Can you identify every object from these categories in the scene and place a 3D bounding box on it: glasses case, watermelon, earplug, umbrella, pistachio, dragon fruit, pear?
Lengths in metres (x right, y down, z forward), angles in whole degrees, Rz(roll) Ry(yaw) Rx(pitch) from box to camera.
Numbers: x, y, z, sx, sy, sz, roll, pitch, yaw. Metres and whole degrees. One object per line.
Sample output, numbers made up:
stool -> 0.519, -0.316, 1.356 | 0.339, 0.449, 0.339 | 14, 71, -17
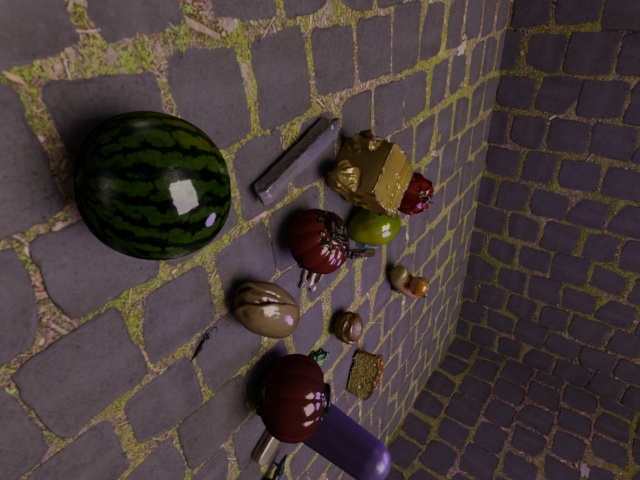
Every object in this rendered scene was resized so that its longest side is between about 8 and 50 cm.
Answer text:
glasses case -> -0.199, 0.802, 1.644 | 0.196, 0.050, 0.083 | -56, 143, -22
watermelon -> -0.310, -0.102, 0.777 | 0.285, 0.285, 0.285 | -32, 132, -44
earplug -> 0.085, 0.841, 1.715 | 0.215, 0.456, 0.215 | -31, 132, -42
umbrella -> -0.344, 0.301, 1.190 | 0.122, 0.022, 0.013 | -52, 171, -9
pistachio -> -0.163, 0.226, 1.290 | 0.293, 0.182, 0.162 | 45, 32, -58
dragon fruit -> 0.358, -0.187, 1.616 | 0.173, 0.209, 0.172 | -1, 94, -15
pear -> 0.215, -0.060, 1.682 | 0.220, 0.187, 0.187 | -26, 138, -1

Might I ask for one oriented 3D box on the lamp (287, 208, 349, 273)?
lamp -> 0.000, 0.000, 1.354 | 0.227, 0.227, 0.226 | -32, 132, -44

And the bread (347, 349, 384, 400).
bread -> 0.251, 0.703, 2.175 | 0.147, 0.160, 0.260 | -16, 117, -61

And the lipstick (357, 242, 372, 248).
lipstick -> 0.224, 0.010, 1.848 | 0.158, 0.048, 0.048 | -4, 110, -56

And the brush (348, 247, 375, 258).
brush -> 0.195, 0.061, 1.846 | 0.248, 0.036, 0.043 | 1, 110, -56

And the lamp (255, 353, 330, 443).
lamp -> -0.098, 0.560, 1.462 | 0.303, 0.257, 0.302 | -171, -90, -83

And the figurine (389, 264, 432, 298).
figurine -> 0.486, 0.232, 2.198 | 0.124, 0.222, 0.324 | -60, 147, -11

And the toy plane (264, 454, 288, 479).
toy plane -> -0.209, 1.037, 1.734 | 0.212, 0.088, 0.267 | 39, 66, -58

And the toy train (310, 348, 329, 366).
toy train -> -0.008, 0.518, 1.778 | 0.122, 0.050, 0.081 | 11, 102, -58

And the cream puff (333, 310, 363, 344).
cream puff -> 0.121, 0.393, 1.839 | 0.150, 0.115, 0.165 | -50, 134, -40

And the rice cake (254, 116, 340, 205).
rice cake -> -0.067, -0.255, 1.256 | 0.399, 0.064, 0.070 | -50, 152, -28

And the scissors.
scissors -> 0.005, 0.044, 1.564 | 0.160, 0.024, 0.317 | 28, 84, -56

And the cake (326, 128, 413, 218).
cake -> 0.169, -0.243, 1.466 | 0.286, 0.223, 0.227 | 34, 77, -56
